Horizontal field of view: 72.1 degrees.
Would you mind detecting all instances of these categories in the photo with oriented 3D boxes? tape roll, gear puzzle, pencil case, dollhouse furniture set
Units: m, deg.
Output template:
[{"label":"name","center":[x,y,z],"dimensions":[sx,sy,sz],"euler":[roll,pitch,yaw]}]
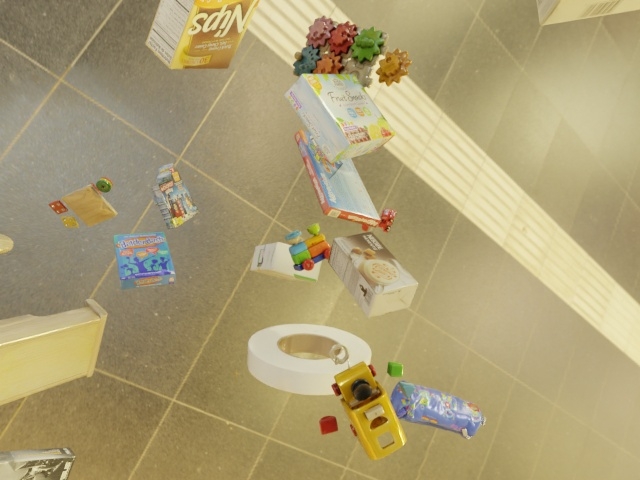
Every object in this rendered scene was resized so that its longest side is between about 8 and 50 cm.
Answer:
[{"label":"tape roll","center":[-0.035,0.359,1.380],"dimensions":[0.392,0.392,0.071],"euler":[1,99,-29]},{"label":"gear puzzle","center":[0.065,-0.434,1.048],"dimensions":[0.044,0.339,0.175],"euler":[13,106,-55]},{"label":"pencil case","center":[0.385,0.565,1.453],"dimensions":[0.306,0.133,0.119],"euler":[21,123,-13]},{"label":"dollhouse furniture set","center":[-0.441,0.098,0.598],"dimensions":[0.161,0.242,0.212],"euler":[-9,126,-57]}]

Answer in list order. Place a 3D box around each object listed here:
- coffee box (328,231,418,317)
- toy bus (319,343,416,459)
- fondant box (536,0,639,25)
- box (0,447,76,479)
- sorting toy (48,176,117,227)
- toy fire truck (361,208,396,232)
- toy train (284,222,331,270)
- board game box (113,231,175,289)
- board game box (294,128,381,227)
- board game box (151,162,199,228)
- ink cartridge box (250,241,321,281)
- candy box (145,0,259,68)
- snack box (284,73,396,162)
[{"label":"coffee box","center":[0.143,0.091,1.262],"dimensions":[0.141,0.246,0.098],"euler":[-9,130,-25]},{"label":"toy bus","center":[0.098,0.338,0.899],"dimensions":[0.202,0.104,0.190],"euler":[20,88,-12]},{"label":"fondant box","center":[0.499,-0.571,0.759],"dimensions":[0.239,0.096,0.330],"euler":[-6,89,8]},{"label":"box","center":[-0.751,0.645,1.097],"dimensions":[0.183,0.056,0.230],"euler":[26,81,-48]},{"label":"sorting toy","center":[-0.788,-0.124,1.503],"dimensions":[0.046,0.275,0.132],"euler":[-84,150,-50]},{"label":"toy fire truck","center":[0.268,-0.092,2.030],"dimensions":[0.135,0.192,0.047],"euler":[18,63,7]},{"label":"toy train","center":[0.000,0.000,1.562],"dimensions":[0.248,0.105,0.143],"euler":[-26,100,-20]},{"label":"board game box","center":[-0.565,0.059,1.405],"dimensions":[0.160,0.210,0.047],"euler":[-6,133,-28]},{"label":"board game box","center":[0.034,-0.150,1.027],"dimensions":[0.145,0.027,0.281],"euler":[13,41,-33]},{"label":"board game box","center":[-0.498,-0.151,1.457],"dimensions":[0.060,0.194,0.194],"euler":[-15,105,12]},{"label":"ink cartridge box","center":[-0.147,0.093,1.814],"dimensions":[0.202,0.278,0.117],"euler":[17,79,-24]},{"label":"candy box","center":[-0.207,-0.502,0.880],"dimensions":[0.087,0.316,0.183],"euler":[45,35,9]},{"label":"snack box","center":[0.048,-0.266,0.938],"dimensions":[0.207,0.070,0.174],"euler":[-26,80,-52]}]
